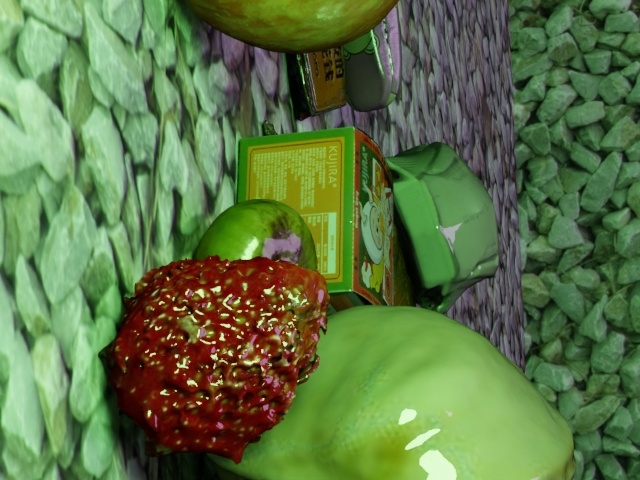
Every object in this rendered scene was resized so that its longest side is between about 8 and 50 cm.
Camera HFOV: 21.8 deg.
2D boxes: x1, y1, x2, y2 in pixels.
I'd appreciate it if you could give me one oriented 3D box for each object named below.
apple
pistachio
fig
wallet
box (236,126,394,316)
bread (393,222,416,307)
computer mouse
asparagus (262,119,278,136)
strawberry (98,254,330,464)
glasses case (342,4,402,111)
[{"bbox_3d":[-0.046,-0.336,1.659,0.277,0.250,0.309,30,33,-54],"label":"apple"},{"bbox_3d":[0.059,0.206,1.615,0.445,0.365,0.281,-158,-118,-77],"label":"pistachio"},{"bbox_3d":[-0.064,0.029,1.649,0.136,0.121,0.153,-52,159,-25],"label":"fig"},{"bbox_3d":[-0.009,-0.255,2.103,0.161,0.042,0.195,-33,117,-73],"label":"wallet"},{"bbox_3d":[0.000,0.000,1.850,0.177,0.148,0.195,51,36,-62],"label":"box"},{"bbox_3d":[0.089,0.108,2.274,0.124,0.084,0.344,-66,150,-43],"label":"bread"},{"bbox_3d":[0.167,-0.028,2.331,0.429,0.145,0.228,-156,-136,-86],"label":"computer mouse"},{"bbox_3d":[-0.042,-0.094,1.983,0.013,0.016,0.166,-52,149,-17],"label":"asparagus"},{"bbox_3d":[-0.083,0.086,1.432,0.187,0.201,0.184,33,27,-53],"label":"strawberry"},{"bbox_3d":[0.049,-0.328,2.194,0.123,0.076,0.316,-9,-91,64],"label":"glasses case"}]
